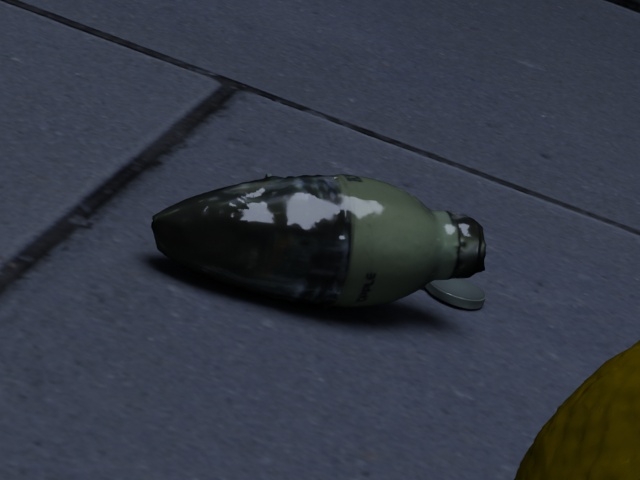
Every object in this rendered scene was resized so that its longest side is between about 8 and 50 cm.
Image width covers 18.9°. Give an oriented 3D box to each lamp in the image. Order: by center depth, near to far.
[{"bbox_3d":[0.000,0.000,1.408,0.250,0.101,0.101,1,25,-15],"label":"lamp"},{"bbox_3d":[0.042,0.005,1.494,0.198,0.056,0.050,17,17,-12],"label":"lamp"}]

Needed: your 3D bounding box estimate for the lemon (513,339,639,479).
[{"bbox_3d":[0.217,0.163,0.913,0.293,0.293,0.293,16,21,-6],"label":"lemon"}]
